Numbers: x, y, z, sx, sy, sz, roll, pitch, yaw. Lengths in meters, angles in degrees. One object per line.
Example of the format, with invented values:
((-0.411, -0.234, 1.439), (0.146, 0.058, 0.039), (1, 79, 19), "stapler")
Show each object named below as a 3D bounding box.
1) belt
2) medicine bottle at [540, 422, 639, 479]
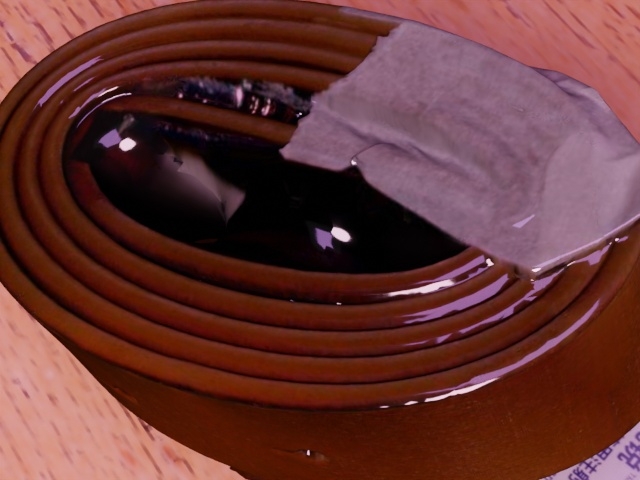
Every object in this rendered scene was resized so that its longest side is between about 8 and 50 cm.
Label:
((0.000, 0.000, 0.580), (0.338, 0.122, 0.217), (13, 63, 25), "belt")
((0.137, 0.091, 0.602), (0.171, 0.052, 0.201), (40, 72, 20), "medicine bottle")
